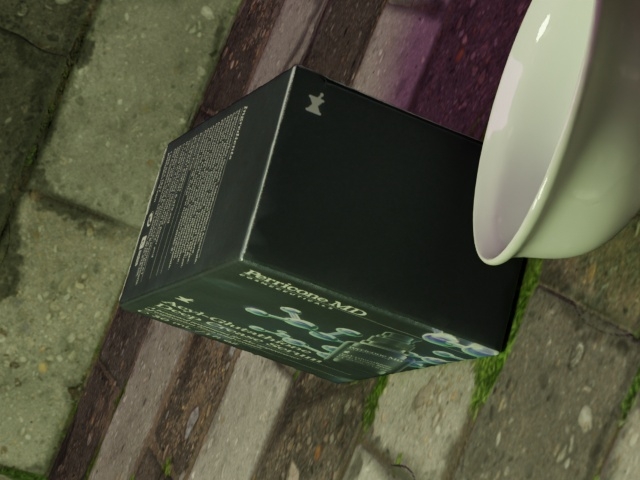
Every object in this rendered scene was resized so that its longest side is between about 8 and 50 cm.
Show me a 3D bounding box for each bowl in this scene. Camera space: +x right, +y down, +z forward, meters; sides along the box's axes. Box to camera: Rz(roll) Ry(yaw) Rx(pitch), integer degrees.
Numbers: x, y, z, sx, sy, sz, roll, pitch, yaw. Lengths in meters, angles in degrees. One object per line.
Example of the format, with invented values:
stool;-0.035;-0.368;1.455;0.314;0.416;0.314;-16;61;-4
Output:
bowl;0.243;-0.106;1.445;0.298;0.134;0.298;-164;90;-84

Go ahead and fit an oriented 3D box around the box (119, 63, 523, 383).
box;0.000;0.000;1.780;0.395;0.293;0.212;-22;50;65
